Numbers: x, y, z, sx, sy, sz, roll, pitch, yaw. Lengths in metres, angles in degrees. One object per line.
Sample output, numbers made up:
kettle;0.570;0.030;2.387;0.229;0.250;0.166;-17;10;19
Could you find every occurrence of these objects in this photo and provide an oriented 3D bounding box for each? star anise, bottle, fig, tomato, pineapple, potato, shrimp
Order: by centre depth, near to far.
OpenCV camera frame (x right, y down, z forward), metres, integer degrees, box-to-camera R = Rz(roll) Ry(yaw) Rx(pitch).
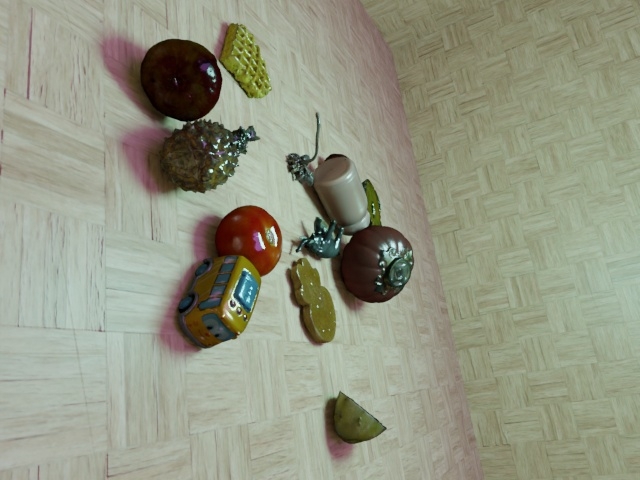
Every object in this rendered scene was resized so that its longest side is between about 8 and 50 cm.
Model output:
fig;-0.316;-0.421;1.195;0.191;0.190;0.291;53;32;-38
pineapple;-0.263;-0.222;1.230;0.361;0.174;0.175;-69;138;-72
tomato;-0.182;0.005;1.256;0.195;0.135;0.195;49;32;-47
potato;0.104;0.571;1.537;0.117;0.182;0.202;-53;154;-16
star anise;-0.025;-0.313;1.713;0.218;0.227;0.148;47;40;-25
shrimp;0.019;-0.005;1.828;0.091;0.034;0.161;-42;107;-51
bottle;0.088;-0.166;1.910;0.297;0.173;0.206;62;-2;-38

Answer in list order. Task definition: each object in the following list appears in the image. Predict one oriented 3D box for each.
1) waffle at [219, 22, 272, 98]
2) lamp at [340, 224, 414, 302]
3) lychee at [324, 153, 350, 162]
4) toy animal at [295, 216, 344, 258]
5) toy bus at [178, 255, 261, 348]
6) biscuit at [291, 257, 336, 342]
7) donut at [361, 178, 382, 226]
waffle;-0.228;-0.578;1.617;0.219;0.057;0.230;49;33;-44
lamp;0.217;0.090;1.893;0.302;0.257;0.304;-11;109;-32
lychee;0.064;-0.290;1.998;0.129;0.123;0.123;-49;126;-22
toy animal;0.002;-0.010;1.686;0.269;0.082;0.137;15;92;-63
toy bus;-0.214;0.130;1.107;0.126;0.136;0.210;57;30;-33
biscuit;-0.022;0.195;1.592;0.289;0.044;0.202;63;26;-20
donut;0.193;-0.125;2.156;0.272;0.107;0.272;-15;90;-71
